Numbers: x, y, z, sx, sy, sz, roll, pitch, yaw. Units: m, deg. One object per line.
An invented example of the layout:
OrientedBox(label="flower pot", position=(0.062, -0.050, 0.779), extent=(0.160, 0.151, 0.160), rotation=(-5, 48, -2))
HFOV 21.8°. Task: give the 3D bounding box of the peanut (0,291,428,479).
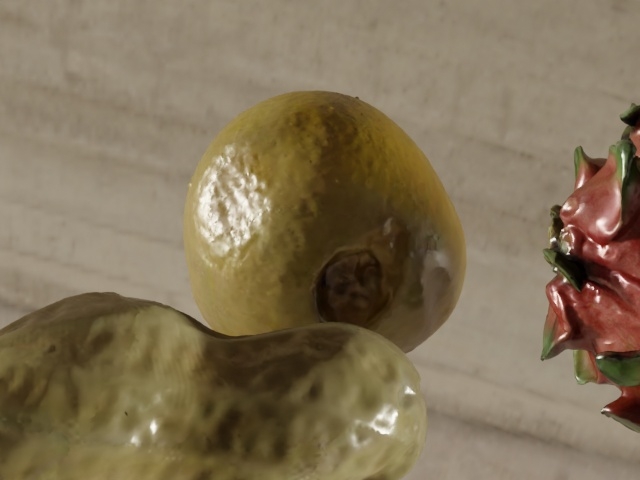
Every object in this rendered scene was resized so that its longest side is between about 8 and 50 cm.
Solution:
OrientedBox(label="peanut", position=(-0.078, 0.098, 0.939), extent=(0.290, 0.130, 0.130), rotation=(6, -133, -17))

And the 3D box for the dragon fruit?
OrientedBox(label="dragon fruit", position=(0.184, 0.020, 0.636), extent=(0.236, 0.135, 0.137), rotation=(17, -99, -37))

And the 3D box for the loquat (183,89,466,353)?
OrientedBox(label="loquat", position=(-0.004, -0.003, 1.196), extent=(0.213, 0.213, 0.213), rotation=(5, -133, -6))
